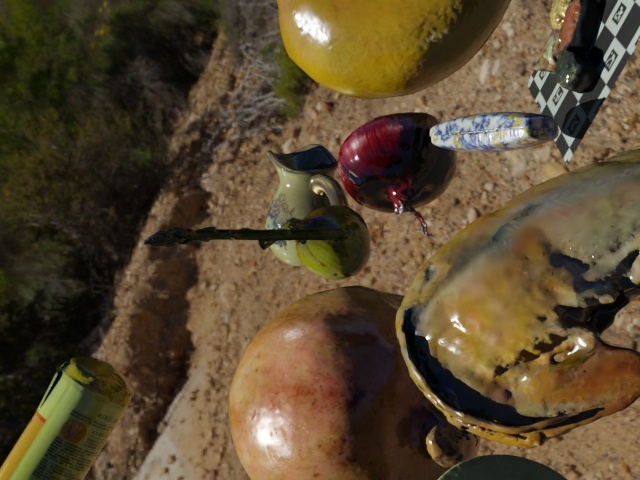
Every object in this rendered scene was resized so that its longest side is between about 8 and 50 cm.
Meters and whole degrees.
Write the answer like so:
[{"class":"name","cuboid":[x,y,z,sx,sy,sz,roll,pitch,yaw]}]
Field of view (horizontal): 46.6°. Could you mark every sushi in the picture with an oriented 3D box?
[{"class":"sushi","cuboid":[0.460,-0.372,1.344,0.359,0.064,0.343,-88,16,-55]}]

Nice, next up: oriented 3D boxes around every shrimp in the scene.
[{"class":"shrimp","cuboid":[0.161,0.007,0.350,0.262,0.066,0.117,-28,62,11]}]

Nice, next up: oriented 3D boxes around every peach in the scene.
[{"class":"peach","cuboid":[0.066,-0.261,0.708,0.251,0.153,0.251,4,99,29]}]

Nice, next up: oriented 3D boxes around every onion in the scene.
[{"class":"onion","cuboid":[0.177,-0.149,1.667,0.273,0.273,0.285,-32,49,36]}]

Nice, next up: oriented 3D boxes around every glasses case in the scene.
[{"class":"glasses case","cuboid":[0.280,-0.177,1.220,0.248,0.087,0.065,7,97,60]}]

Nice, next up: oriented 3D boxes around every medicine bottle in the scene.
[{"class":"medicine bottle","cuboid":[-0.385,0.293,1.128,0.124,0.124,0.239,18,75,44]}]

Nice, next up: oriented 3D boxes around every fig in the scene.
[{"class":"fig","cuboid":[0.005,-0.010,1.377,0.148,0.186,0.142,-14,49,33]}]

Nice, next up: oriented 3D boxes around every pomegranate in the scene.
[{"class":"pomegranate","cuboid":[0.063,0.213,0.941,0.338,0.338,0.338,-9,77,42]}]

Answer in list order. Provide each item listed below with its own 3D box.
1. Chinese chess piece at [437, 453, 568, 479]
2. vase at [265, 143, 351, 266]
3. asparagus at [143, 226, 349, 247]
[{"class":"Chinese chess piece","cuboid":[0.149,0.239,0.589,0.144,0.144,0.058,32,138,42]},{"class":"vase","cuboid":[-0.011,-0.086,1.952,0.329,0.241,0.302,23,120,59]},{"class":"asparagus","cuboid":[-0.073,-0.005,0.785,0.023,0.233,0.022,55,137,46]}]
